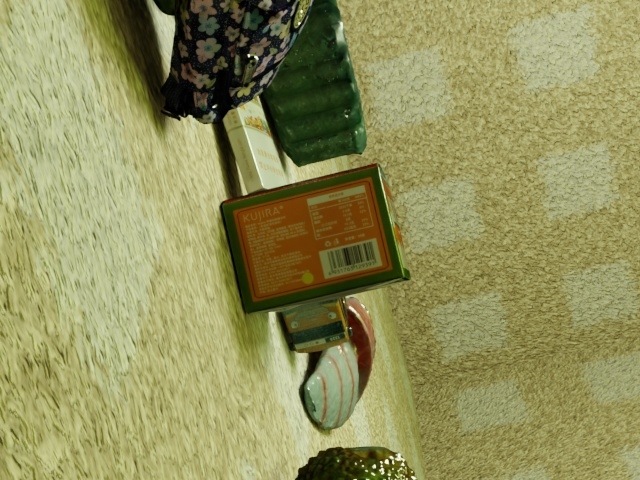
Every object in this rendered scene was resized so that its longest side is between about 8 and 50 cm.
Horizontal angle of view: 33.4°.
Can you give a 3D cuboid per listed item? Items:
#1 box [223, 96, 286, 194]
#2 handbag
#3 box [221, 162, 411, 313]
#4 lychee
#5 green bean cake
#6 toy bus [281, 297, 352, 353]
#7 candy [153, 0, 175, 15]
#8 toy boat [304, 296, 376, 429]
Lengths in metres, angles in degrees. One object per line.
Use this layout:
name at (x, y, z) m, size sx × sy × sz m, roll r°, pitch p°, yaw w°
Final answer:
box at (-0.099, -0.160, 1.390) m, size 0.122 × 0.032 × 0.221 m, roll 13°, pitch 58°, yaw -73°
handbag at (-0.080, -0.233, 1.071) m, size 0.208 × 0.126 × 0.229 m, roll 106°, pitch 10°, yaw -48°
box at (0.000, 0.000, 1.319) m, size 0.177 × 0.194 × 0.148 m, roll 16°, pitch 60°, yaw -82°
lychee at (0.037, 0.314, 1.192) m, size 0.171 × 0.171 × 0.171 m, roll -14°, pitch 90°, yaw -84°
green bean cake at (-0.030, -0.329, 1.913) m, size 0.308 × 0.169 × 0.300 m, roll -98°, pitch 173°, yaw -47°
toy bus at (-0.009, 0.086, 1.549) m, size 0.182 × 0.091 × 0.103 m, roll -93°, pitch 167°, yaw -67°
candy at (-0.175, -0.310, 1.018) m, size 0.246 × 0.069 × 0.149 m, roll -12°, pitch 86°, yaw -85°
toy boat at (0.019, 0.213, 1.631) m, size 0.282 × 0.096 × 0.206 m, roll -54°, pitch 145°, yaw -70°
